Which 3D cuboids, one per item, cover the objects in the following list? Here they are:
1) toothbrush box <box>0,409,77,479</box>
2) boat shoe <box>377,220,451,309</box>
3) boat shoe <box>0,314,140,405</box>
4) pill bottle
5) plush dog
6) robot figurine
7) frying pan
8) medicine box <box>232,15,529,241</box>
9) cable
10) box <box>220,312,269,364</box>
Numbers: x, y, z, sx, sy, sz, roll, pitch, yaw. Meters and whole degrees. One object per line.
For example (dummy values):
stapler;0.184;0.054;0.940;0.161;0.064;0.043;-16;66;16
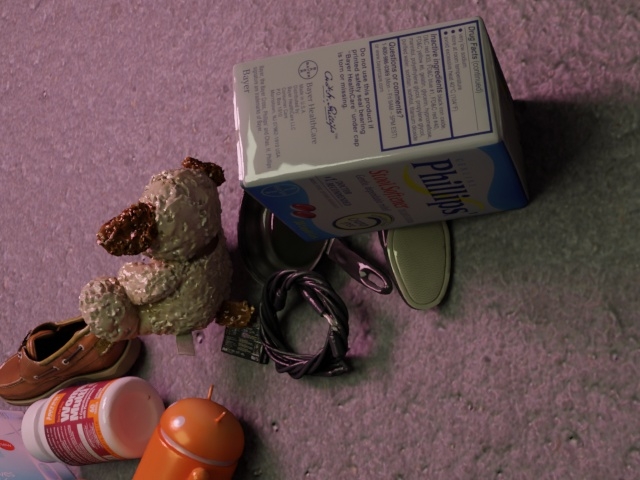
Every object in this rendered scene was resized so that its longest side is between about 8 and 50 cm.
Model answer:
toothbrush box;-0.508;0.387;2.133;0.295;0.216;0.126;38;107;43
boat shoe;0.109;-0.021;1.742;0.079;0.084;0.233;118;140;-71
boat shoe;-0.420;0.173;2.150;0.307;0.104;0.111;-21;43;33
pill bottle;-0.345;0.276;2.065;0.221;0.121;0.121;-14;72;41
plush dog;-0.195;0.008;1.888;0.210;0.262;0.225;15;129;25
robot figurine;-0.184;0.310;1.902;0.128;0.158;0.219;30;104;20
frying pan;0.001;-0.030;1.836;0.326;0.053;0.197;1;84;47
medicine box;0.076;-0.117;1.580;0.289;0.263;0.149;-9;74;13
cable;-0.032;0.109;1.819;0.184;0.047;0.151;-2;109;52
box;-0.101;0.133;1.934;0.083;0.018;0.067;11;89;44
